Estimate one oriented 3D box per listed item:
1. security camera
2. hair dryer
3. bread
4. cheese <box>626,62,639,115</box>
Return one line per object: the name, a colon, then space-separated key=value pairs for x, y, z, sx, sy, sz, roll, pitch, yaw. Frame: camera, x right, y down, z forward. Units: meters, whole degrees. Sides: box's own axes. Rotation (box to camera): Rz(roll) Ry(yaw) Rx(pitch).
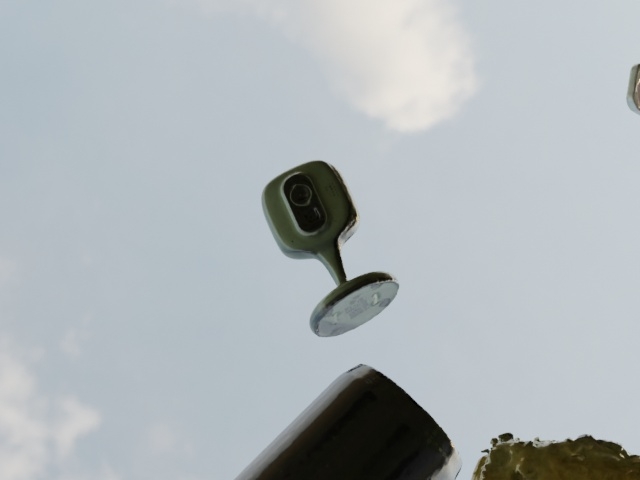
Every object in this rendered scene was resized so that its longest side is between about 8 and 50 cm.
security camera: x=0.000 y=0.000 z=0.847 sx=0.058 sy=0.058 sz=0.092 roll=-18 pitch=-114 yaw=-28
hair dryer: x=0.062 y=0.167 z=0.604 sx=0.255 sy=0.070 sz=0.128 roll=38 pitch=-105 yaw=21
bread: x=0.238 y=0.262 z=1.342 sx=0.245 sy=0.121 sz=0.174 roll=11 pitch=-114 yaw=2
cheese: x=0.335 y=-0.086 z=1.277 sx=0.255 sy=0.050 sz=0.127 roll=25 pitch=-108 yaw=-38
